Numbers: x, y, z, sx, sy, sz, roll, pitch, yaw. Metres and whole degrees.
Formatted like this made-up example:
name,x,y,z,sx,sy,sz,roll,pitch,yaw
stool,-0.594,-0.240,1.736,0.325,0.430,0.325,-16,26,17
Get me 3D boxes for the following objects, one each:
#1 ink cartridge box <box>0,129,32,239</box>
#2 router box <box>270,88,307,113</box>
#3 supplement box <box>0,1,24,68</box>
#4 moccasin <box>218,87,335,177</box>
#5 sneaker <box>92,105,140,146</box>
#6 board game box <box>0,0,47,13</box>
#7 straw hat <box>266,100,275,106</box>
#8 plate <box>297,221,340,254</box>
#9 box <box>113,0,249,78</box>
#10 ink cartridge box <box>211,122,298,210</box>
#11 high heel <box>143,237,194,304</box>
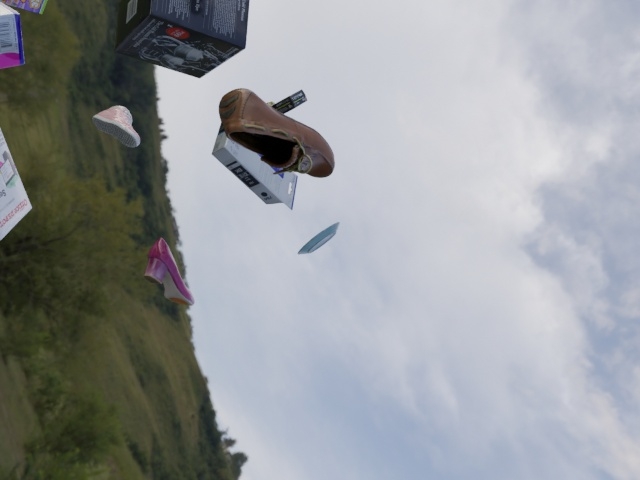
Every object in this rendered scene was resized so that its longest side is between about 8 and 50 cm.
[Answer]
name,x,y,z,sx,sy,sz,roll,pitch,yaw
ink cartridge box,-0.778,-0.149,1.280,0.201,0.116,0.278,-101,-179,-65
router box,-0.108,-0.381,1.646,0.122,0.092,0.038,-21,-75,31
supplement box,-0.713,-0.393,1.117,0.113,0.220,0.111,33,-50,21
moccasin,-0.092,-0.230,1.417,0.139,0.380,0.147,-15,-114,27
sneaker,-0.420,-0.251,1.235,0.134,0.070,0.051,28,-37,25
board game box,-0.932,-0.900,1.782,0.347,0.233,0.078,-50,-118,30
straw hat,-0.174,-0.441,1.981,0.061,0.144,0.145,-16,-89,17
plate,0.000,0.000,2.034,0.024,0.188,0.188,53,-33,9
box,-0.445,-0.686,1.833,0.343,0.312,0.179,-5,-100,54
ink cartridge box,-0.203,-0.240,1.856,0.065,0.332,0.166,-21,-136,31
high heel,-0.410,0.096,1.618,0.082,0.117,0.244,1,-28,25
